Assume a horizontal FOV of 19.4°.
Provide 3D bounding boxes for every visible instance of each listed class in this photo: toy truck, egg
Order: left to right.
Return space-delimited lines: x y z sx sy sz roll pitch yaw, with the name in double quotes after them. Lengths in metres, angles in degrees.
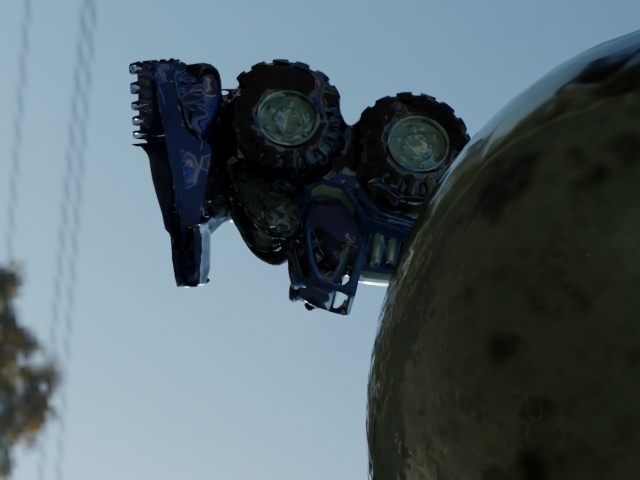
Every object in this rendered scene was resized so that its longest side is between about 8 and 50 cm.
-0.021 -0.028 1.111 0.113 0.208 0.126 99 5 -68 "toy truck"
0.164 0.092 0.727 0.287 0.288 0.379 42 -23 51 "egg"

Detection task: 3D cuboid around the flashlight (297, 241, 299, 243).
0.000 0.000 1.254 0.018 0.083 0.018 2 -103 65 "flashlight"
